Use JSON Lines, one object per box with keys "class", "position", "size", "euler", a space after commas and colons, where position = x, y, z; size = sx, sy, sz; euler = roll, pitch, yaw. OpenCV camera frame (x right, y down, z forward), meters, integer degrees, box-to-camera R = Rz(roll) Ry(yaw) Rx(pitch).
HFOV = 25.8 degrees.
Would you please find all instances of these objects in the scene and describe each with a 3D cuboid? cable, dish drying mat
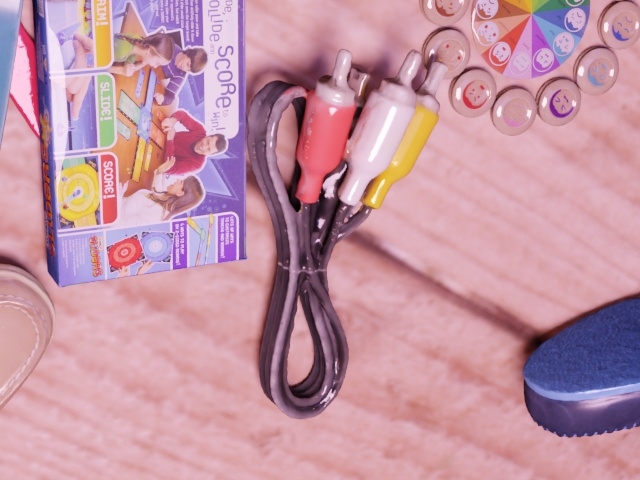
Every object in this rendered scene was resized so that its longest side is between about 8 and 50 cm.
{"class": "cable", "position": [0.000, 0.000, 0.975], "size": [0.139, 0.072, 0.287], "euler": [2, 107, -41]}
{"class": "dish drying mat", "position": [-0.188, -0.101, 0.908], "size": [0.032, 0.008, 0.083], "euler": [-33, 117, -8]}

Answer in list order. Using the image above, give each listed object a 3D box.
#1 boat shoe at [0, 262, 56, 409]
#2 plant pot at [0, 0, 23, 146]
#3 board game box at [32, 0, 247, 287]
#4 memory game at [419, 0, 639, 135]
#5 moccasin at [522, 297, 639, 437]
{"class": "boat shoe", "position": [-0.293, 0.134, 0.901], "size": [0.302, 0.098, 0.109], "euler": [-37, 118, -6]}
{"class": "plant pot", "position": [-0.293, -0.131, 0.724], "size": [0.255, 0.272, 0.272], "euler": [8, 106, -10]}
{"class": "board game box", "position": [-0.116, -0.076, 0.924], "size": [0.136, 0.035, 0.201], "euler": [-8, 112, -24]}
{"class": "memory game", "position": [0.156, -0.166, 1.018], "size": [0.186, 0.012, 0.186], "euler": [-8, 112, -19]}
{"class": "moccasin", "position": [0.323, 0.108, 1.118], "size": [0.341, 0.138, 0.117], "euler": [-13, 118, -16]}
